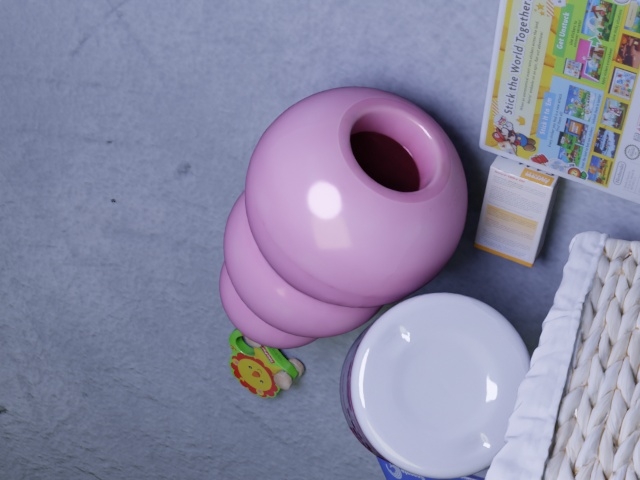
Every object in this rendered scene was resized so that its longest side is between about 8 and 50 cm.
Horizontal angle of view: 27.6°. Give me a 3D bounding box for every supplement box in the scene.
[{"bbox_3d":[0.186,-0.030,1.226,0.062,0.036,0.098,21,132,16],"label":"supplement box"}]

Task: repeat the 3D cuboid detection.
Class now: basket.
[{"bbox_3d":[0.325,0.218,1.109,0.266,0.331,0.328,4,134,27],"label":"basket"}]

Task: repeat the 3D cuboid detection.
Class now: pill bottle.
[{"bbox_3d":[0.100,0.140,1.239,0.160,0.160,0.283,35,173,3],"label":"pill bottle"}]

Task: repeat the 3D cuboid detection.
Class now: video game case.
[{"bbox_3d":[0.243,-0.128,1.096,0.206,0.026,0.227,21,144,16],"label":"video game case"}]

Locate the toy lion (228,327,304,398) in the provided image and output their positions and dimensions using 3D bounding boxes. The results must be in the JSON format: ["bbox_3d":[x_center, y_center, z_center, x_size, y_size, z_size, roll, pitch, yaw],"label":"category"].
[{"bbox_3d":[-0.073,0.141,1.517,0.096,0.034,0.100,-14,115,46],"label":"toy lion"}]

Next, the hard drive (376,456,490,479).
[{"bbox_3d":[0.187,0.371,1.458,0.210,0.040,0.318,4,123,56],"label":"hard drive"}]

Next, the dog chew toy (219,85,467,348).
[{"bbox_3d":[0.000,0.000,1.256,0.206,0.206,0.332,39,141,-1],"label":"dog chew toy"}]
